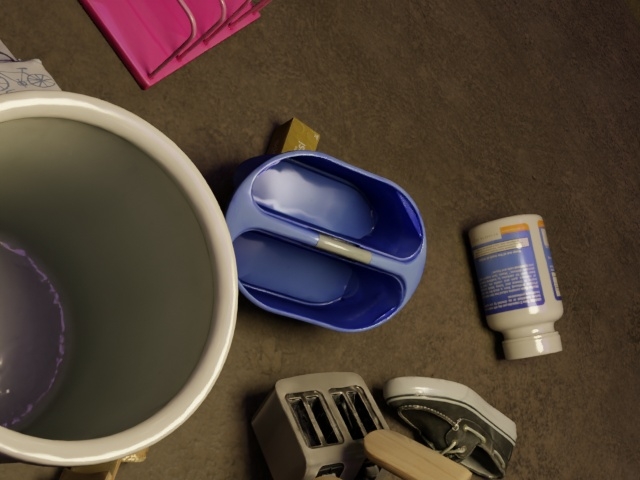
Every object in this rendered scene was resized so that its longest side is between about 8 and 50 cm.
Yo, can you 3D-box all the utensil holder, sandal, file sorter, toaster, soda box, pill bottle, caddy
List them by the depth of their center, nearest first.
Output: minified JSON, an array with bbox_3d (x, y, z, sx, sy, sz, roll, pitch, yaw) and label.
[{"bbox_3d":[-0.321,0.069,0.820,0.327,0.385,0.328,13,68,-36],"label":"utensil holder"},{"bbox_3d":[-0.264,0.272,1.021,0.240,0.088,0.079,-69,156,-47],"label":"sandal"},{"bbox_3d":[0.002,0.287,1.170,0.168,0.110,0.186,2,43,-34],"label":"toaster"},{"bbox_3d":[0.000,0.000,1.192,0.341,0.179,0.242,18,91,-28],"label":"caddy"},{"bbox_3d":[-0.194,-0.411,1.218,0.202,0.182,0.291,55,50,-12],"label":"file sorter"},{"bbox_3d":[-0.062,-0.113,1.316,0.061,0.058,0.181,33,57,-27],"label":"soda box"},{"bbox_3d":[0.394,0.095,1.572,0.152,0.152,0.272,-2,78,-40],"label":"pill bottle"}]

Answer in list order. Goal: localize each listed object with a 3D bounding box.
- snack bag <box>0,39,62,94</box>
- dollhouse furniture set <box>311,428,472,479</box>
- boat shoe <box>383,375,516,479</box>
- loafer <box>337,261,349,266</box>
[{"bbox_3d":[-0.465,-0.194,0.888,0.323,0.037,0.342,-8,43,-43],"label":"snack bag"},{"bbox_3d":[-0.031,0.471,1.014,0.394,0.256,0.362,-22,125,-49],"label":"dollhouse furniture set"},{"bbox_3d":[0.238,0.334,1.382,0.335,0.121,0.119,30,54,-32],"label":"boat shoe"},{"bbox_3d":[0.044,0.046,1.354,0.170,0.062,0.061,8,76,-37],"label":"loafer"}]
